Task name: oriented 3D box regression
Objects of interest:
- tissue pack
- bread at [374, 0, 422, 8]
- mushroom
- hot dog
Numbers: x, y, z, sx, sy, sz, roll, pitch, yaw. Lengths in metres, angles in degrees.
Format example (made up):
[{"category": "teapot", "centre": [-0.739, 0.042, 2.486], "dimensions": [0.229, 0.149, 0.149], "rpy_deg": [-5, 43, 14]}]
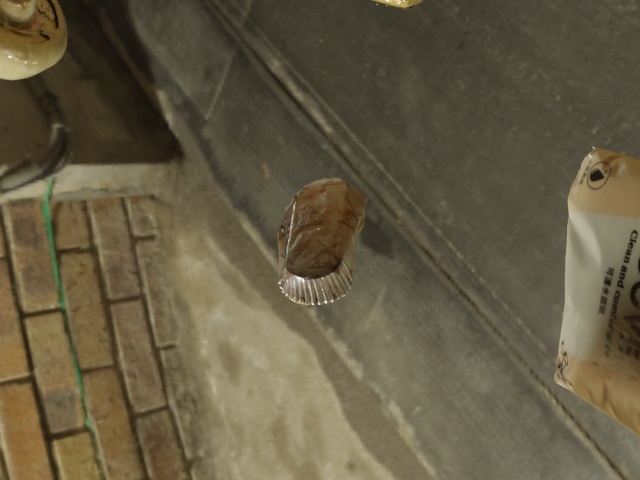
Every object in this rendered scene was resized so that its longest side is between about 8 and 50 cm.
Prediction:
[{"category": "tissue pack", "centre": [0.465, 0.088, 1.150], "dimensions": [0.390, 0.195, 0.375], "rpy_deg": [29, 121, 58]}, {"category": "bread", "centre": [0.099, -0.365, 1.261], "dimensions": [0.106, 0.072, 0.053], "rpy_deg": [20, 139, 28]}, {"category": "mushroom", "centre": [-0.391, -0.279, 1.121], "dimensions": [0.122, 0.154, 0.154], "rpy_deg": [-42, 65, 44]}, {"category": "hot dog", "centre": [0.000, 0.000, 1.297], "dimensions": [0.131, 0.252, 0.069], "rpy_deg": [-9, 128, 14]}]
